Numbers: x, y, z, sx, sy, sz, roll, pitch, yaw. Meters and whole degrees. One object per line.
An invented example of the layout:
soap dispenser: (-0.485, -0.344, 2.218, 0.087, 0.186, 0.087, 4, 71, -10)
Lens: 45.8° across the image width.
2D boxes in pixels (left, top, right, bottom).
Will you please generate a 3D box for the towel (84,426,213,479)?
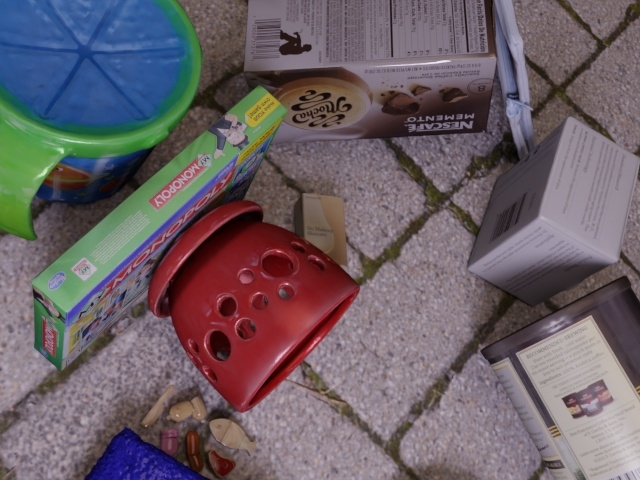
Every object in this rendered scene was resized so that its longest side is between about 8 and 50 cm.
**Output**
towel: (-0.177, 0.364, 0.720, 0.228, 0.076, 0.308, 32, 62, -6)

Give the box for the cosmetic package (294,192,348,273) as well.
cosmetic package: (0.000, 0.000, 0.976, 0.060, 0.041, 0.115, 4, 66, -18)

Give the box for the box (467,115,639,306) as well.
box: (0.314, -0.035, 1.028, 0.119, 0.181, 0.181, 29, 60, -7)

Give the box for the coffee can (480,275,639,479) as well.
coffee can: (0.351, 0.210, 0.922, 0.202, 0.201, 0.275, -21, 76, -27)

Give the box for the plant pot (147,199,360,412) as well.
plant pot: (-0.080, 0.065, 0.839, 0.174, 0.191, 0.191, 42, 59, 12)

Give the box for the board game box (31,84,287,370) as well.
board game box: (-0.174, -0.011, 0.817, 0.046, 0.213, 0.317, 42, 60, 1)

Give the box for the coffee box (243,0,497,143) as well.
coffee box: (0.066, -0.220, 0.964, 0.297, 0.168, 0.118, -2, 66, 6)

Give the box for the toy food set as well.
toy food set: (-0.138, 0.220, 0.840, 0.122, 0.019, 0.078, 41, 60, -8)

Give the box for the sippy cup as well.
sippy cup: (-0.268, -0.156, 0.840, 0.306, 0.224, 0.240, -31, 83, -30)

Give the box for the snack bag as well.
snack bag: (0.248, -0.312, 1.071, 0.037, 0.342, 0.322, -13, 70, 14)
